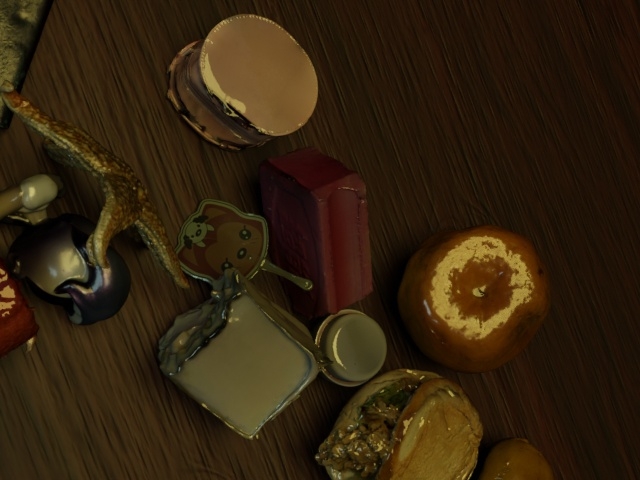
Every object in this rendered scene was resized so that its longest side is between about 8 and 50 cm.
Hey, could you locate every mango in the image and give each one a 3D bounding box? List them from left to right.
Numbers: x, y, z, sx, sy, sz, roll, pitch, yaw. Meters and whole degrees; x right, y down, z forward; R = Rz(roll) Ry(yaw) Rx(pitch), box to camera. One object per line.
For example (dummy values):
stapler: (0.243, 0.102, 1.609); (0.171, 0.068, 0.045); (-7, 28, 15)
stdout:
mango: (0.283, 0.429, 1.551); (0.248, 0.151, 0.156); (-48, 137, -27)

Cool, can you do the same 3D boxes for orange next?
orange: (0.244, 0.096, 1.570); (0.249, 0.183, 0.248); (1, 84, -7)

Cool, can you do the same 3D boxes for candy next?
candy: (-0.109, 0.156, 1.384); (0.195, 0.137, 0.185); (41, 97, -16)

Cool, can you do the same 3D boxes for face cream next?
face cream: (0.037, 0.165, 1.499); (0.117, 0.104, 0.117); (4, 81, -26)

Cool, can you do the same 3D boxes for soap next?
soap: (0.000, 0.000, 1.471); (0.099, 0.162, 0.249); (-26, 125, -31)

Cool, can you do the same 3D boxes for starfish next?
starfish: (-0.280, -0.062, 1.271); (0.094, 0.327, 0.375); (-39, 109, 1)

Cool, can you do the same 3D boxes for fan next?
fan: (-0.110, 0.023, 1.448); (0.220, 0.009, 0.132); (26, 76, 9)

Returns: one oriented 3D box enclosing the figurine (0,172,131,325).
figurine: (-0.344, 0.010, 1.324); (0.145, 0.145, 0.222); (-35, 96, -26)

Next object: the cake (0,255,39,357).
cake: (-0.478, 0.044, 1.231); (0.151, 0.177, 0.283); (-36, 93, -25)

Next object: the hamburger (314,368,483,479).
hamburger: (0.129, 0.319, 1.485); (0.286, 0.146, 0.243); (-10, 106, -41)

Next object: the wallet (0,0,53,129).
wallet: (-0.468, -0.324, 1.362); (0.173, 0.045, 0.317); (20, 73, -25)

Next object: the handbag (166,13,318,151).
handbag: (-0.117, -0.235, 1.478); (0.205, 0.116, 0.179); (40, 68, -16)
